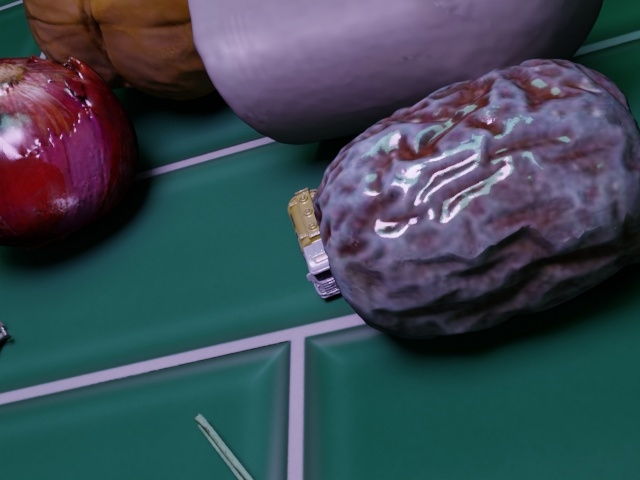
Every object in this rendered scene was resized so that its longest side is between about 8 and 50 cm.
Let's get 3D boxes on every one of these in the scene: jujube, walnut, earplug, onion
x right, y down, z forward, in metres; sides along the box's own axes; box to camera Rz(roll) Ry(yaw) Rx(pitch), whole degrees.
[{"bbox_3d":[0.147,-0.036,0.794,0.317,0.226,0.226,-19,44,10],"label":"jujube"},{"bbox_3d":[-0.227,-0.366,1.199,0.354,0.308,0.398,13,29,4],"label":"walnut"},{"bbox_3d":[0.100,-0.276,0.929,0.394,0.313,0.313,-3,48,35],"label":"earplug"},{"bbox_3d":[-0.370,-0.107,1.095,0.276,0.276,0.276,-14,45,14],"label":"onion"}]

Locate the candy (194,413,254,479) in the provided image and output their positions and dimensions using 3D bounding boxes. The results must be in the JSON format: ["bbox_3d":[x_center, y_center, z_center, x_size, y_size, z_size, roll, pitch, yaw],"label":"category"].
[{"bbox_3d":[-0.051,0.228,0.755,0.077,0.073,0.262,-23,32,-23],"label":"candy"}]

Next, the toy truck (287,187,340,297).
[{"bbox_3d":[0.000,0.000,0.933,0.052,0.063,0.123,-23,43,4],"label":"toy truck"}]

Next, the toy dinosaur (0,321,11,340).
[{"bbox_3d":[-0.423,0.141,1.033,0.108,0.032,0.220,-36,46,-13],"label":"toy dinosaur"}]
